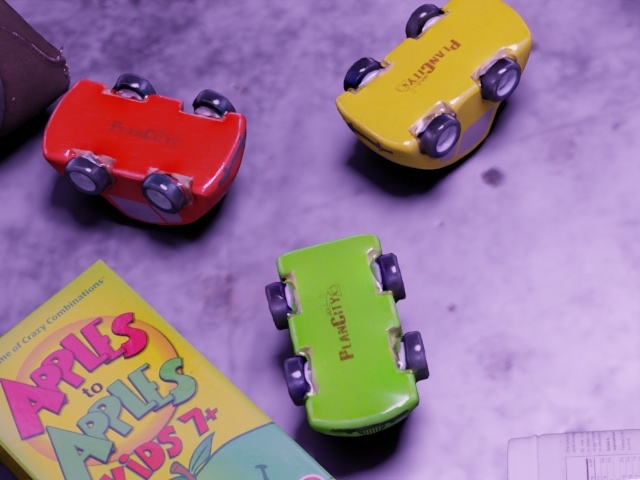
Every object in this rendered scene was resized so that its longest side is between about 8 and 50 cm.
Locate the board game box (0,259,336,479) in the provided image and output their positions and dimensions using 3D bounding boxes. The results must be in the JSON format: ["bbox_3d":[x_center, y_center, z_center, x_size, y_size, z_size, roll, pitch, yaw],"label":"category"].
[{"bbox_3d":[-0.072,0.097,0.848,0.092,0.043,0.181,-40,58,-17],"label":"board game box"}]

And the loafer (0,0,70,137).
[{"bbox_3d":[-0.205,-0.118,1.014,0.078,0.080,0.220,-11,45,-39],"label":"loafer"}]

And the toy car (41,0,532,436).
[{"bbox_3d":[0.000,0.000,0.898,0.239,0.053,0.225,-14,55,1],"label":"toy car"}]

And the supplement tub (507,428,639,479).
[{"bbox_3d":[0.131,0.110,0.785,0.107,0.071,0.071,-4,55,9],"label":"supplement tub"}]
